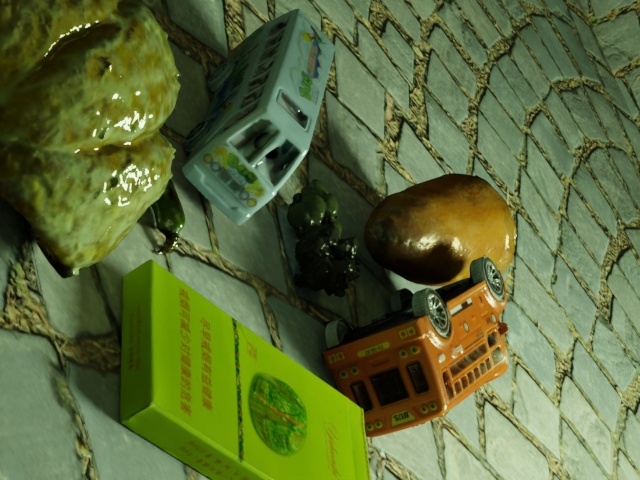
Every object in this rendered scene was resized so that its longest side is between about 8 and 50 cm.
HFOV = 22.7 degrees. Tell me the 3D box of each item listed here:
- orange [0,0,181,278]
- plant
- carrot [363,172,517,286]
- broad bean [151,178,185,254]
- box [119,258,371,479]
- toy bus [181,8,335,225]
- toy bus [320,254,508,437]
[{"bbox_3d":[-0.254,-0.170,1.444,0.369,0.210,0.271,53,2,-13],"label":"orange"},{"bbox_3d":[0.000,0.000,1.892,0.087,0.085,0.174,67,5,-47],"label":"plant"},{"bbox_3d":[0.139,-0.010,2.062,0.225,0.159,0.159,-3,63,-60],"label":"carrot"},{"bbox_3d":[-0.198,-0.091,1.669,0.227,0.039,0.069,61,30,6],"label":"broad bean"},{"bbox_3d":[-0.067,0.174,1.588,0.335,0.047,0.187,38,31,-35],"label":"box"},{"bbox_3d":[-0.066,-0.153,1.868,0.109,0.136,0.330,46,26,-19],"label":"toy bus"},{"bbox_3d":[0.132,0.125,1.912,0.153,0.143,0.329,68,24,0],"label":"toy bus"}]
